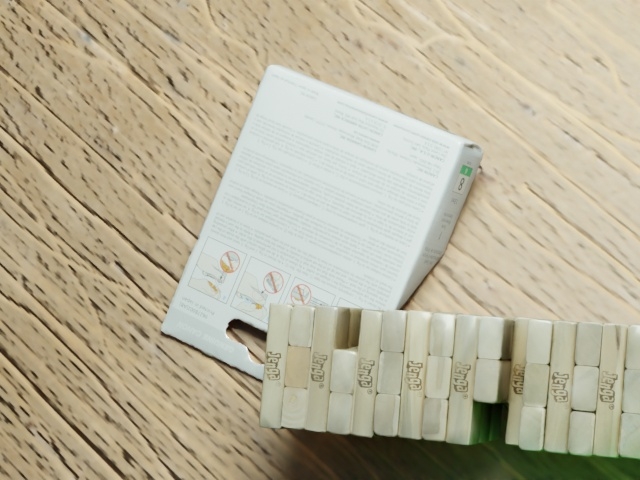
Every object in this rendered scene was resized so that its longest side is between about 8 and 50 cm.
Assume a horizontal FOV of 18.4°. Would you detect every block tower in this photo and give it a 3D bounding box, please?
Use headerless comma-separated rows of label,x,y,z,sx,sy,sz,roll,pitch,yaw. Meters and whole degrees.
block tower,0.132,0.096,1.352,0.335,0.091,0.097,5,89,20

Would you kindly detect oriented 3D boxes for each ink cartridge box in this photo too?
ink cartridge box,0.000,0.000,1.492,0.181,0.056,0.224,24,97,27
